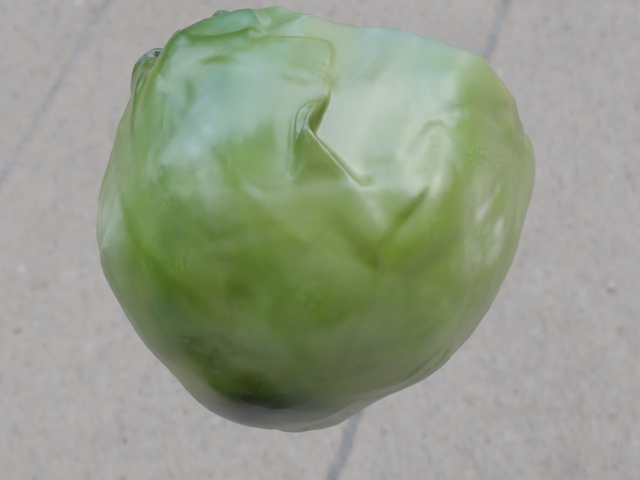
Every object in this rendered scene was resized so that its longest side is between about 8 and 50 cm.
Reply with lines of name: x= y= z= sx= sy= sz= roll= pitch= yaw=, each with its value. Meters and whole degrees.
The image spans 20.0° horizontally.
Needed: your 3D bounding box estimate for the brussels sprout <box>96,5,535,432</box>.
brussels sprout: x=-0.003 y=0.003 z=0.618 sx=0.151 sy=0.149 sz=0.122 roll=23 pitch=63 yaw=-22
